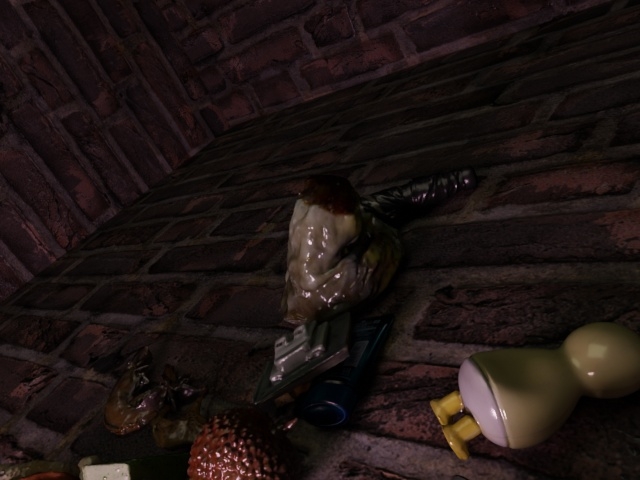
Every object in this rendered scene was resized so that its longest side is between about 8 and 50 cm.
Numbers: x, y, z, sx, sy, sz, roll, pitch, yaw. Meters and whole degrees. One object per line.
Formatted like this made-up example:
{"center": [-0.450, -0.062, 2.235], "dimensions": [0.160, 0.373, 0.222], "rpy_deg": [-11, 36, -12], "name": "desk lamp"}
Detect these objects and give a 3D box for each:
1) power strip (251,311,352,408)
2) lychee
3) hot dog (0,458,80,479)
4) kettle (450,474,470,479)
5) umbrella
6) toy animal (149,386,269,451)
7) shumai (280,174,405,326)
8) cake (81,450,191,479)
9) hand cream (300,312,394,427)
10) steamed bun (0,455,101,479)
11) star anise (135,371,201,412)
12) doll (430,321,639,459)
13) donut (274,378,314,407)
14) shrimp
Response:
{"center": [-0.037, 0.191, 1.024], "dimensions": [0.198, 0.064, 0.213], "rpy_deg": [-34, 7, 7], "name": "power strip"}
{"center": [-0.104, 0.314, 0.825], "dimensions": [0.197, 0.165, 0.165], "rpy_deg": [-47, 24, 1], "name": "lychee"}
{"center": [-0.413, 0.418, 0.827], "dimensions": [0.103, 0.146, 0.213], "rpy_deg": [-62, 31, 32], "name": "hot dog"}
{"center": [0.116, 0.370, 0.491], "dimensions": [0.236, 0.161, 0.221], "rpy_deg": [-38, 55, -15], "name": "kettle"}
{"center": [0.207, -0.090, 1.392], "dimensions": [0.358, 0.106, 0.113], "rpy_deg": [-18, 34, 9], "name": "umbrella"}
{"center": [-0.213, 0.334, 1.035], "dimensions": [0.149, 0.054, 0.276], "rpy_deg": [-28, 15, -38], "name": "toy animal"}
{"center": [0.000, 0.000, 1.213], "dimensions": [0.304, 0.263, 0.309], "rpy_deg": [-18, 26, 21], "name": "shumai"}
{"center": [-0.266, 0.355, 0.908], "dimensions": [0.100, 0.099, 0.235], "rpy_deg": [-14, 2, 20], "name": "cake"}
{"center": [0.047, 0.210, 1.001], "dimensions": [0.120, 0.061, 0.270], "rpy_deg": [-15, 22, 27], "name": "hand cream"}
{"center": [-0.518, 0.509, 0.899], "dimensions": [0.247, 0.189, 0.428], "rpy_deg": [-21, 24, 37], "name": "steamed bun"}
{"center": [-0.299, 0.314, 1.186], "dimensions": [0.129, 0.056, 0.124], "rpy_deg": [-4, 28, 23], "name": "star anise"}
{"center": [0.288, 0.182, 0.718], "dimensions": [0.297, 0.117, 0.141], "rpy_deg": [-15, 18, 1], "name": "doll"}
{"center": [-0.043, 0.261, 1.016], "dimensions": [0.083, 0.037, 0.067], "rpy_deg": [-13, 25, 38], "name": "donut"}
{"center": [-0.393, 0.326, 1.277], "dimensions": [0.174, 0.058, 0.253], "rpy_deg": [-14, 30, 15], "name": "shrimp"}
